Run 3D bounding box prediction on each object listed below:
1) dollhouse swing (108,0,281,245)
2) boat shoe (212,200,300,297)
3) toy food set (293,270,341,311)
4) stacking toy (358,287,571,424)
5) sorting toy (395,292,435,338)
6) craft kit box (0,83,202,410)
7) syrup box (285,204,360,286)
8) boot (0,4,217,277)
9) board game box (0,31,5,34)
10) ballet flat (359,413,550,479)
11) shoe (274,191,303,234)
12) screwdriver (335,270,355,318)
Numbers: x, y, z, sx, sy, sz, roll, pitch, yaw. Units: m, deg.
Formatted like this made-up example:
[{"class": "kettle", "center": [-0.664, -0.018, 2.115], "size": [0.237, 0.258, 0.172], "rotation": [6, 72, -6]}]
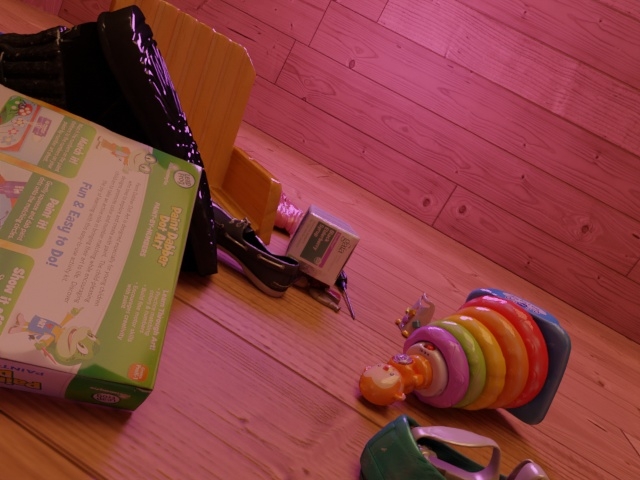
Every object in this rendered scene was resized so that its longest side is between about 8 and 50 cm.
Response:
[{"class": "dollhouse swing", "center": [-0.220, -0.211, 0.820], "size": [0.347, 0.304, 0.315], "rotation": [16, 19, -44]}, {"class": "boat shoe", "center": [-0.114, -0.006, 0.714], "size": [0.206, 0.065, 0.075], "rotation": [44, 25, 8]}, {"class": "toy food set", "center": [-0.011, 0.073, 0.801], "size": [0.122, 0.019, 0.078], "rotation": [31, 14, 8]}, {"class": "stacking toy", "center": [0.171, 0.166, 0.633], "size": [0.302, 0.165, 0.175], "rotation": [-1, 20, -35]}, {"class": "sorting toy", "center": [0.174, 0.132, 0.834], "size": [0.045, 0.075, 0.083], "rotation": [25, 14, -16]}, {"class": "craft kit box", "center": [-0.237, -0.012, 0.383], "size": [0.247, 0.061, 0.249], "rotation": [20, 45, -22]}, {"class": "syrup box", "center": [0.000, 0.000, 0.866], "size": [0.096, 0.093, 0.237], "rotation": [28, 6, -4]}, {"class": "boot", "center": [-0.282, -0.081, 0.565], "size": [0.261, 0.347, 0.131], "rotation": [-15, 29, -1]}, {"class": "board game box", "center": [-0.562, -0.349, 1.098], "size": [0.347, 0.078, 0.233], "rotation": [18, 18, -37]}, {"class": "ballet flat", "center": [0.158, 0.233, 0.432], "size": [0.248, 0.087, 0.083], "rotation": [27, 14, -6]}, {"class": "shoe", "center": [-0.085, -0.068, 1.074], "size": [0.081, 0.063, 0.178], "rotation": [27, 20, -11]}, {"class": "screwdriver", "center": [0.043, 0.096, 0.847], "size": [0.024, 0.025, 0.169], "rotation": [25, 23, -18]}]
